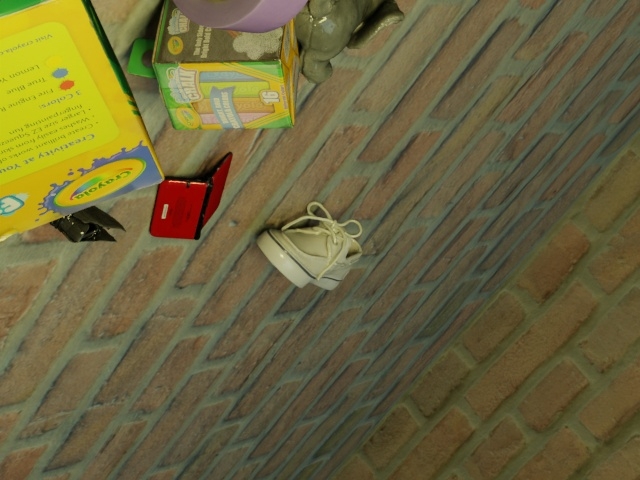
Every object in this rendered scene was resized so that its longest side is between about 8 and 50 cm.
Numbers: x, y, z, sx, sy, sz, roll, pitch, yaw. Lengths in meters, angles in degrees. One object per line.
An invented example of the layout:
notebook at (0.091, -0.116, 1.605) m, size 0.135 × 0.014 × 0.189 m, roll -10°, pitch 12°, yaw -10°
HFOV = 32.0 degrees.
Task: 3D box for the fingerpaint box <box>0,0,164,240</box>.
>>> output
fingerpaint box at (-0.422, -0.124, 1.118) m, size 0.444 × 0.163 × 0.371 m, roll -22°, pitch 157°, yaw -4°

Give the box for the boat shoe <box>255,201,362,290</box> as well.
boat shoe at (0.006, 0.006, 2.169) m, size 0.156 × 0.136 × 0.367 m, roll -44°, pitch 159°, yaw 9°

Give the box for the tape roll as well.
tape roll at (-0.095, -0.343, 1.322) m, size 0.080 × 0.189 × 0.189 m, roll -7°, pitch 140°, yaw -54°

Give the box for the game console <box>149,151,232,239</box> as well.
game console at (-0.214, -0.076, 1.842) m, size 0.124 × 0.085 × 0.144 m, roll 4°, pitch 140°, yaw -15°

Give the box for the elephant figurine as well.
elephant figurine at (0.038, -0.344, 1.583) m, size 0.239 × 0.186 × 0.169 m, roll -32°, pitch 135°, yaw -27°

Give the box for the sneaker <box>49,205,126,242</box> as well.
sneaker at (-0.363, -0.035, 1.593) m, size 0.051 × 0.089 × 0.170 m, roll -49°, pitch 155°, yaw 20°

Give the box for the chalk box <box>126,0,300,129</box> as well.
chalk box at (-0.141, -0.232, 1.453) m, size 0.213 × 0.132 × 0.132 m, roll 0°, pitch 145°, yaw 8°
